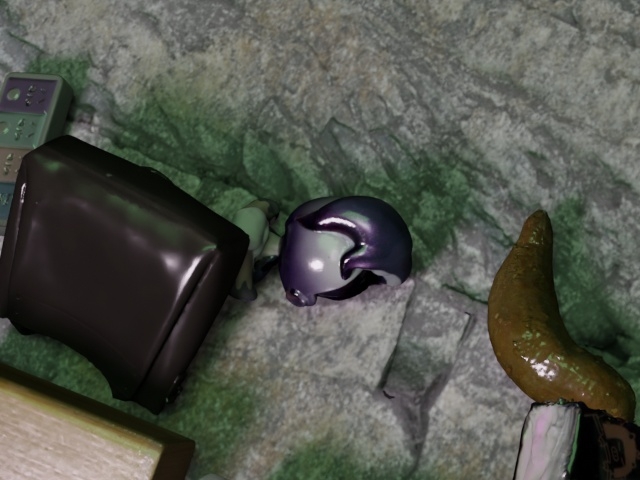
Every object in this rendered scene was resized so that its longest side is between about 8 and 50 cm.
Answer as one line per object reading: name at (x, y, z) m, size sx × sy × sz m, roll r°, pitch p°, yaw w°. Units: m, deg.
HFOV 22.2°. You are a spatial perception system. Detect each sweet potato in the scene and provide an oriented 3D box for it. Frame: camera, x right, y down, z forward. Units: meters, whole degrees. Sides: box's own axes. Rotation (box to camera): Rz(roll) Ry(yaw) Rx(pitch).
sweet potato at (0.259, 0.115, 1.846) m, size 0.124 × 0.098 × 0.310 m, roll -14°, pitch 63°, yaw -20°

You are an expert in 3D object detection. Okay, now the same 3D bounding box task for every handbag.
handbag at (-0.247, 0.039, 1.910) m, size 0.285 × 0.113 × 0.257 m, roll 29°, pitch 107°, yaw 16°

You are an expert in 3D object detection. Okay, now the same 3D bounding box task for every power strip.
power strip at (-0.407, -0.111, 2.073) m, size 0.145 × 0.061 × 0.215 m, roll 7°, pitch 69°, yaw 19°

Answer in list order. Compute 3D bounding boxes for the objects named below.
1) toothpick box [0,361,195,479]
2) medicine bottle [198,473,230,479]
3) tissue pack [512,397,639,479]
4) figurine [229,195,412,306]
toothpick box at (-0.318, 0.240, 1.832) m, size 0.308 × 0.187 × 0.190 m, roll 21°, pitch 88°, yaw 11°
medicine bottle at (0.015, 0.402, 1.703) m, size 0.379 × 0.213 × 0.213 m, roll 22°, pitch 73°, yaw 16°
tissue pack at (0.328, 0.318, 1.655) m, size 0.332 × 0.123 × 0.245 m, roll 22°, pitch 72°, yaw -29°
figurine at (0.000, 0.000, 1.913) m, size 0.222 × 0.145 × 0.145 m, roll 3°, pitch 69°, yaw 13°
